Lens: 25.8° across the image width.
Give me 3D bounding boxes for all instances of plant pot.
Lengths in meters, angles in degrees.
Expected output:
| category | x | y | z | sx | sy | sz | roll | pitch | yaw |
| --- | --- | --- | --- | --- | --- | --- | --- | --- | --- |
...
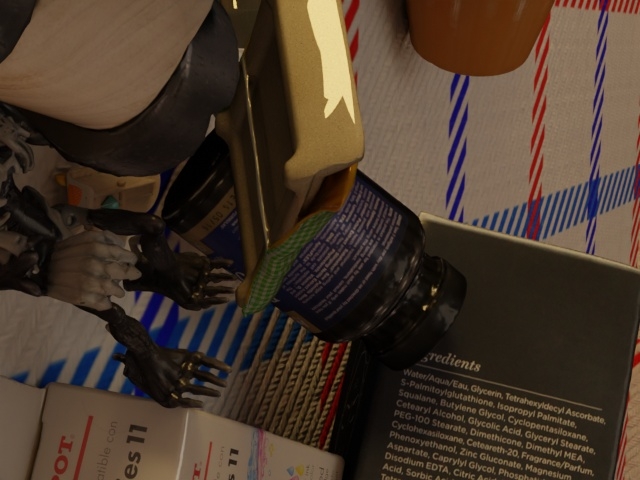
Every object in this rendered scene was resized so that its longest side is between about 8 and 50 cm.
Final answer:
| category | x | y | z | sx | sy | sz | roll | pitch | yaw |
| --- | --- | --- | --- | --- | --- | --- | --- | --- | --- |
| plant pot | 0.165 | -0.277 | 1.412 | 0.205 | 0.205 | 0.188 | -55 | 158 | -47 |

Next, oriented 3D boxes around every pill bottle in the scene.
| category | x | y | z | sx | sy | sz | roll | pitch | yaw |
| --- | --- | --- | --- | --- | --- | --- | --- | --- | --- |
| pill bottle | 0.000 | 0.000 | 1.053 | 0.219 | 0.123 | 0.123 | 38 | 52 | -15 |

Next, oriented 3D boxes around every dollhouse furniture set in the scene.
| category | x | y | z | sx | sy | sz | roll | pitch | yaw |
| --- | --- | --- | --- | --- | --- | --- | --- | --- | --- |
| dollhouse furniture set | 0.019 | -0.125 | 0.903 | 0.197 | 0.151 | 0.301 | 116 | -31 | -62 |

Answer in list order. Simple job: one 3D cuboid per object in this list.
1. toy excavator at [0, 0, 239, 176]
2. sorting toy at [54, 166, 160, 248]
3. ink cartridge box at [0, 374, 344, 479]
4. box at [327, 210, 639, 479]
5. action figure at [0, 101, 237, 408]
| category | x | y | z | sx | sy | sz | roll | pitch | yaw |
| --- | --- | --- | --- | --- | --- | --- | --- | --- | --- |
| toy excavator | -0.142 | -0.314 | 0.641 | 0.445 | 0.433 | 0.222 | -57 | 155 | 6 |
| sorting toy | -0.151 | -0.010 | 0.947 | 0.083 | 0.045 | 0.075 | -21 | 121 | -62 |
| ink cartridge box | -0.115 | 0.221 | 0.975 | 0.353 | 0.119 | 0.207 | 33 | 66 | -63 |
| box | 0.117 | 0.217 | 1.245 | 0.293 | 0.212 | 0.395 | 114 | -11 | -75 |
| action figure | -0.146 | -0.019 | 0.802 | 0.275 | 0.141 | 0.164 | 44 | 47 | -41 |
